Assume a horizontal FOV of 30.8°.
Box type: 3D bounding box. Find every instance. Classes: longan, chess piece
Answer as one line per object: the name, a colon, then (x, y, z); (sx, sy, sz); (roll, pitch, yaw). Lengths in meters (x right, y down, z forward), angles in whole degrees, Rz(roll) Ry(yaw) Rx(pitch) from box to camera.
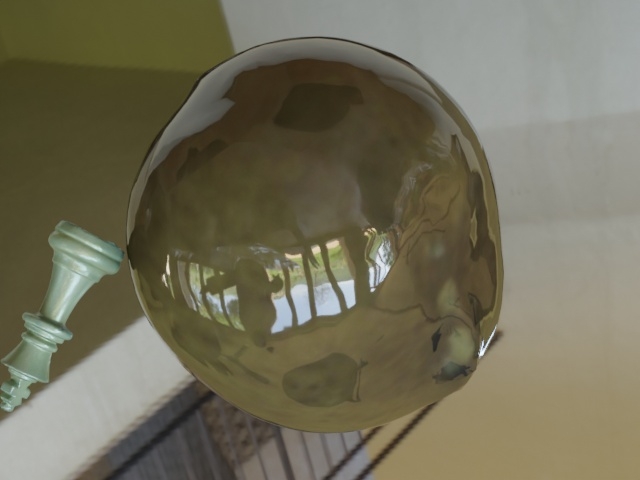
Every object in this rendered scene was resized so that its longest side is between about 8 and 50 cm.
longan: (0.000, 0.000, 0.919); (0.318, 0.319, 0.319); (-12, -153, 6)
chess piece: (-0.206, 0.061, 0.885); (0.059, 0.059, 0.149); (21, -97, 49)
